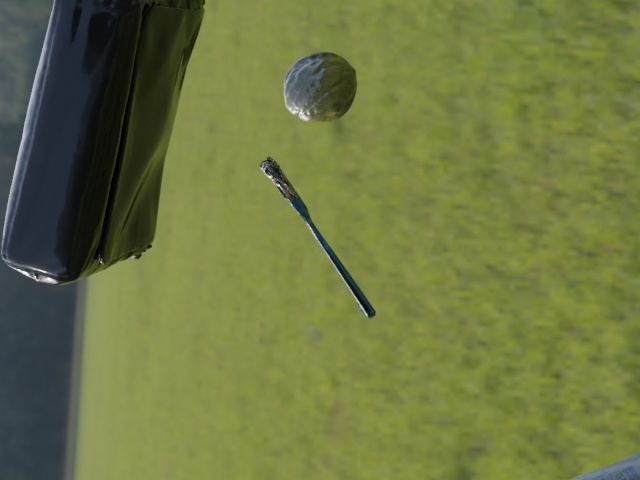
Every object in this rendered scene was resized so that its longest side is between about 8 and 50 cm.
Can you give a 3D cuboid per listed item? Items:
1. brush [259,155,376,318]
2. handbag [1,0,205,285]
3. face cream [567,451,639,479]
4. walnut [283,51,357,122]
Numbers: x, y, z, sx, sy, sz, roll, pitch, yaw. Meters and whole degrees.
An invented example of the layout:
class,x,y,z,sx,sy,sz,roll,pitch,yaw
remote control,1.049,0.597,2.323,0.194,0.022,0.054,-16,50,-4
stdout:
class,x,y,z,sx,sy,sz,roll,pitch,yaw
brush,0.000,0.000,1.328,0.164,0.014,0.051,55,180,-17
handbag,-0.172,-0.095,1.292,0.223,0.080,0.246,-35,-41,-78
face cream,0.258,0.260,1.467,0.114,0.224,0.070,53,166,18
walnut,0.000,-0.176,1.857,0.092,0.092,0.092,-176,90,-82
